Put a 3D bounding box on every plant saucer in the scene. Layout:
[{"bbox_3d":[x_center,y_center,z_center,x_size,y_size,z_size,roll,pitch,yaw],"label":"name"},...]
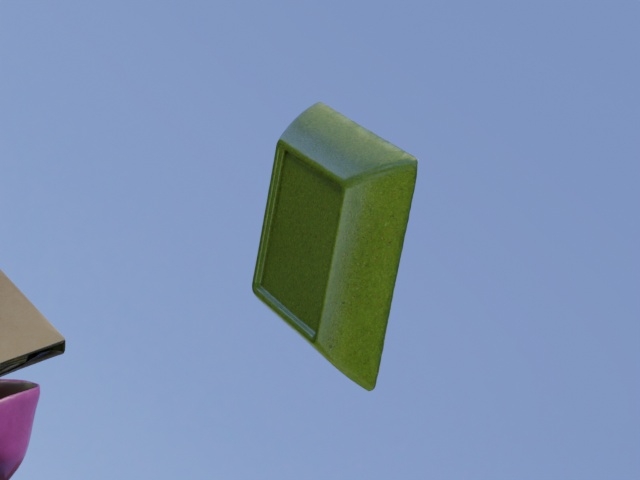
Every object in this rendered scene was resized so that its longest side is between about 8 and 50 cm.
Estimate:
[{"bbox_3d":[0.000,0.000,1.487,0.188,0.045,0.188,37,-60,60],"label":"plant saucer"}]

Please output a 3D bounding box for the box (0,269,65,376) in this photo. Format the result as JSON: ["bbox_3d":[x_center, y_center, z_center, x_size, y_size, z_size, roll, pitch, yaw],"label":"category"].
[{"bbox_3d":[-0.394,0.088,2.042,0.201,0.164,0.021,40,-41,42],"label":"box"}]

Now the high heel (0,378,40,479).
[{"bbox_3d":[-0.359,0.119,1.530,0.127,0.181,0.377,24,-18,24],"label":"high heel"}]
